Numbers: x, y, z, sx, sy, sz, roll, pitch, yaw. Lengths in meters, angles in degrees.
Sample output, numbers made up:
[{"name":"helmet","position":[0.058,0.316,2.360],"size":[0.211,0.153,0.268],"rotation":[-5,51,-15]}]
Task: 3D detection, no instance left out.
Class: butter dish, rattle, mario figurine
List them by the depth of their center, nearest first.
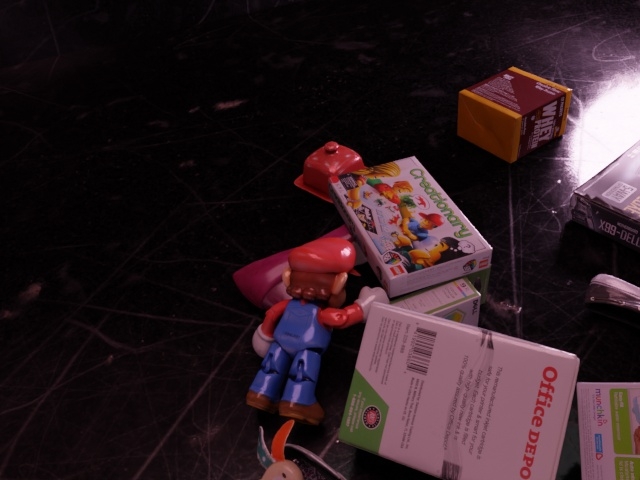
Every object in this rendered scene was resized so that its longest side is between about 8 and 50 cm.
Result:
[{"name":"rattle","position":[-0.080,0.347,0.740],"size":[0.130,0.199,0.143],"rotation":[4,-3,39]},{"name":"mario figurine","position":[-0.004,0.148,0.983],"size":[0.198,0.170,0.320],"rotation":[20,73,-4]},{"name":"butter dish","position":[0.031,-0.185,1.388],"size":[0.160,0.118,0.160],"rotation":[30,55,35]}]

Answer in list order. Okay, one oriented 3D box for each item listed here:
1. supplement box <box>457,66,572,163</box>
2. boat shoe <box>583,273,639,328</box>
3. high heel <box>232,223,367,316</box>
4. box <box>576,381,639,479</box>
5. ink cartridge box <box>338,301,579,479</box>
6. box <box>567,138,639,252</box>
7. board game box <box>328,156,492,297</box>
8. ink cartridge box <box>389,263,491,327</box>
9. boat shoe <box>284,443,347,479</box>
[{"name":"supplement box","position":[0.488,-0.324,1.453],"size":[0.194,0.129,0.191],"rotation":[-29,45,-20]},{"name":"boat shoe","position":[0.562,0.136,0.968],"size":[0.228,0.080,0.076],"rotation":[30,73,31]},{"name":"high heel","position":[0.000,0.000,1.170],"size":[0.181,0.127,0.377],"rotation":[33,59,24]},{"name":"box","position":[0.432,0.303,0.650],"size":[0.231,0.127,0.262],"rotation":[-11,55,32]},{"name":"ink cartridge box","position":[0.197,0.227,0.823],"size":[0.289,0.121,0.211],"rotation":[14,86,23]},{"name":"box","position":[0.715,-0.092,1.190],"size":[0.307,0.076,0.242],"rotation":[-32,46,-24]},{"name":"board game box","position":[0.155,-0.038,1.070],"size":[0.193,0.053,0.305],"rotation":[-16,44,-12]},{"name":"ink cartridge box","position":[0.222,0.130,1.005],"size":[0.209,0.109,0.062],"rotation":[-19,43,-12]},{"name":"boat shoe","position":[0.014,0.369,0.794],"size":[0.227,0.081,0.079],"rotation":[29,54,35]}]
